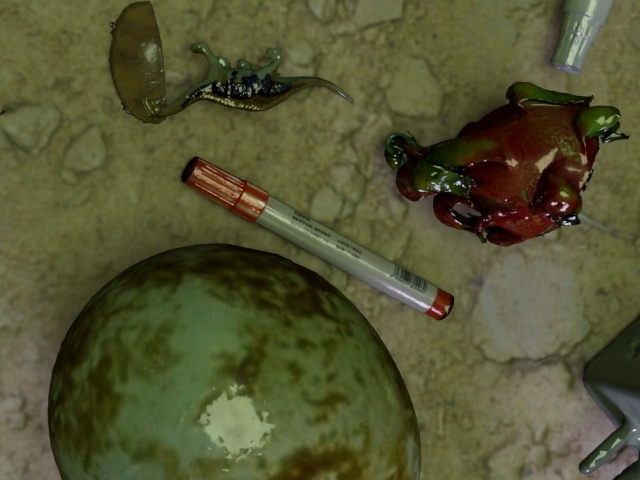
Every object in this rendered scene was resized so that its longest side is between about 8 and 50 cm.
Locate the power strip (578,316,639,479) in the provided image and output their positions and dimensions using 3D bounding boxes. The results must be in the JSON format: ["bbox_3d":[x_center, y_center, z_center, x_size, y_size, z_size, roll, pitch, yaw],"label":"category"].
[{"bbox_3d":[0.306,0.133,1.330,0.224,0.140,0.139,-41,104,-11],"label":"power strip"}]

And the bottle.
[{"bbox_3d":[0.233,-0.238,1.329,0.060,0.060,0.217,19,87,-16],"label":"bottle"}]

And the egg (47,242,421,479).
[{"bbox_3d":[-0.055,0.130,1.180,0.289,0.238,0.238,33,84,-36],"label":"egg"}]

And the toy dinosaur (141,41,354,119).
[{"bbox_3d":[-0.055,-0.124,1.260,0.180,0.037,0.058,-8,82,-21],"label":"toy dinosaur"}]

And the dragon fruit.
[{"bbox_3d":[0.138,-0.053,1.274,0.175,0.138,0.142,2,116,-5],"label":"dragon fruit"}]

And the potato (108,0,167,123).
[{"bbox_3d":[-0.136,-0.132,1.240,0.037,0.036,0.093,-9,96,-19],"label":"potato"}]

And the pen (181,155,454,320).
[{"bbox_3d":[0.000,0.000,1.291,0.239,0.028,0.028,28,85,-16],"label":"pen"}]
